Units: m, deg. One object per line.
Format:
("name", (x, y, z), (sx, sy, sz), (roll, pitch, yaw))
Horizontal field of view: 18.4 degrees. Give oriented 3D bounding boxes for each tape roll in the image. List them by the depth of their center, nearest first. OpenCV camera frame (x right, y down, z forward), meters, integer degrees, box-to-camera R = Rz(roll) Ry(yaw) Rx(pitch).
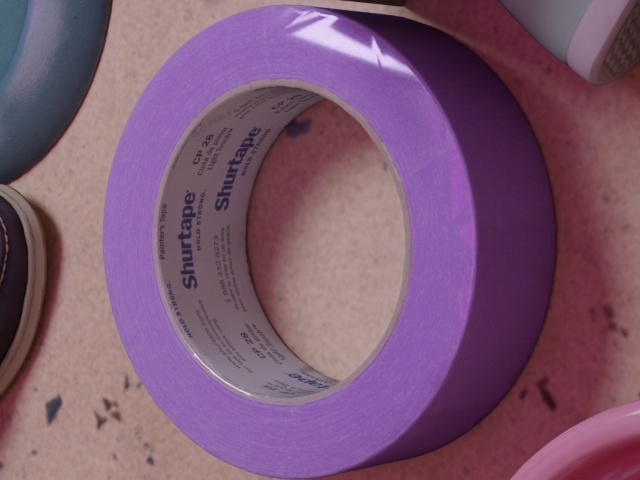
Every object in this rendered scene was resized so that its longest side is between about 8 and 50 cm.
("tape roll", (0.000, 0.000, 1.172), (0.274, 0.090, 0.275), (2, 94, 36))

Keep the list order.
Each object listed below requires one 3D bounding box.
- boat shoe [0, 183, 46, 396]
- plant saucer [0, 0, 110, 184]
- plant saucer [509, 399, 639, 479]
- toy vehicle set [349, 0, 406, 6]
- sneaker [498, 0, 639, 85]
("boat shoe", (-0.284, 0.087, 1.384), (0.103, 0.092, 0.285), (44, 116, 27))
("plant saucer", (-0.277, -0.189, 1.402), (0.317, 0.043, 0.318), (1, 92, 37))
("plant saucer", (0.220, 0.241, 1.020), (0.332, 0.084, 0.332), (1, 91, 37))
("toy vehicle set", (0.000, -0.210, 1.053), (0.035, 0.267, 0.166), (42, 114, 26))
("sneaker", (0.152, -0.226, 1.040), (0.151, 0.094, 0.256), (40, 116, 22))
